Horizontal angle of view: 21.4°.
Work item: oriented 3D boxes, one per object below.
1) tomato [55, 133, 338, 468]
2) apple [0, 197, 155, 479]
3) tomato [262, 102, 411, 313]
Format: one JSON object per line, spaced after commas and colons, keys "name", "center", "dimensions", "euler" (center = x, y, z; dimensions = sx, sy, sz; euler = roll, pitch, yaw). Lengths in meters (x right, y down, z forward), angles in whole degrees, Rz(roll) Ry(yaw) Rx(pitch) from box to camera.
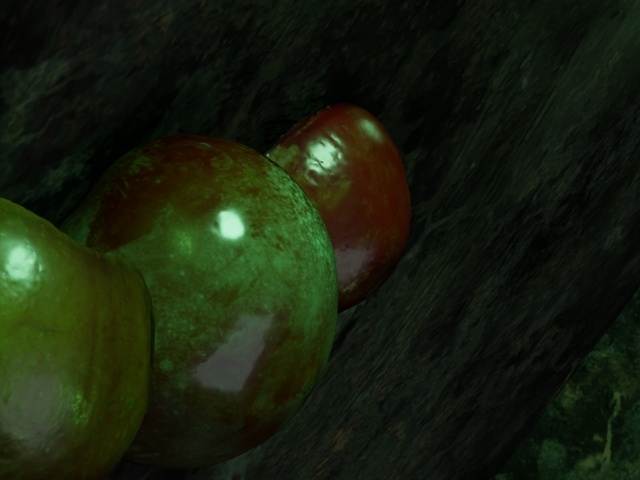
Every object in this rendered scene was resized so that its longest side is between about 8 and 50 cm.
{"name": "tomato", "center": [-0.099, 0.058, 1.343], "dimensions": [0.270, 0.222, 0.270], "euler": [-43, 161, -19]}
{"name": "apple", "center": [-0.221, 0.070, 1.123], "dimensions": [0.237, 0.237, 0.208], "euler": [5, 105, -64]}
{"name": "tomato", "center": [0.000, 0.000, 1.545], "dimensions": [0.200, 0.139, 0.233], "euler": [-23, 146, -52]}
